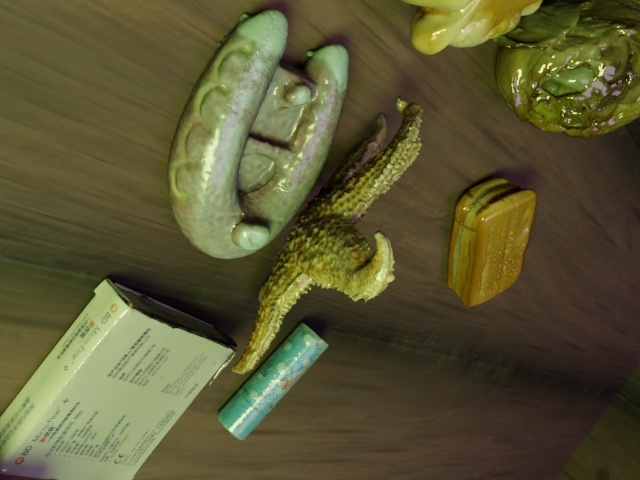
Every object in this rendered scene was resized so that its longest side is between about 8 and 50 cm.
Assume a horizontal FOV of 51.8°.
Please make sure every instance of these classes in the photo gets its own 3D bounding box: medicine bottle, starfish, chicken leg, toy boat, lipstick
[{"bbox_3d":[-0.201,0.152,0.659,0.201,0.052,0.171,-52,142,2],"label":"medicine bottle"},{"bbox_3d":[-0.004,-0.002,0.645,0.060,0.299,0.302,33,117,-17],"label":"starfish"},{"bbox_3d":[0.381,-0.277,0.831,0.429,0.201,0.153,-42,170,-21],"label":"chicken leg"},{"bbox_3d":[-0.050,-0.082,0.597,0.155,0.085,0.227,11,111,-50],"label":"toy boat"},{"bbox_3d":[-0.058,0.174,0.821,0.158,0.048,0.048,-47,142,-6],"label":"lipstick"}]

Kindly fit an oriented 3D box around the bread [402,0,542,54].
[{"bbox_3d":[0.142,-0.327,0.563,0.173,0.121,0.311,-26,136,-33],"label":"bread"}]

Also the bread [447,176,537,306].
[{"bbox_3d":[0.246,0.004,0.967,0.116,0.077,0.200,-31,139,-26],"label":"bread"}]
